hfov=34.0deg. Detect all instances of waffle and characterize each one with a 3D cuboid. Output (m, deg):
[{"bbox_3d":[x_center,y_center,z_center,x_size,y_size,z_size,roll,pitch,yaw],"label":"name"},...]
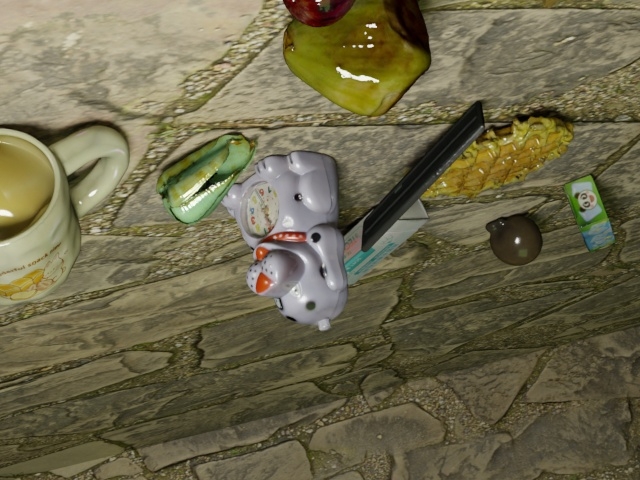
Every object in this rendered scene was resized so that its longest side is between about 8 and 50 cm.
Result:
[{"bbox_3d":[0.274,-0.133,1.692,0.291,0.051,0.291,-16,163,-5],"label":"waffle"}]

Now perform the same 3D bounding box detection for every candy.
[{"bbox_3d":[0.528,-0.050,2.052,0.062,0.097,0.194,-20,160,15],"label":"candy"}]

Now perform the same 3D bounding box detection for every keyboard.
[{"bbox_3d":[0.113,-0.062,1.595,0.041,0.103,0.381,41,117,-18],"label":"keyboard"}]

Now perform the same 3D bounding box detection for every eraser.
[{"bbox_3d":[0.088,0.006,1.885,0.096,0.052,0.225,-2,149,-45],"label":"eraser"}]

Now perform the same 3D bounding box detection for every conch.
[{"bbox_3d":[-0.165,-0.091,1.457,0.170,0.079,0.106,-43,156,23],"label":"conch"}]

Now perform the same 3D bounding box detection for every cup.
[{"bbox_3d":[-0.374,-0.055,1.322,0.173,0.255,0.202,27,156,6],"label":"cup"}]

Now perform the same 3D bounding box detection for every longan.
[{"bbox_3d":[0.383,-0.004,2.079,0.119,0.106,0.106,34,143,-8],"label":"longan"}]

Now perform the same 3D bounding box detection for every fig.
[{"bbox_3d":[0.039,-0.214,1.183,0.166,0.144,0.154,-1,136,-6],"label":"fig"},{"bbox_3d":[0.018,-0.280,1.099,0.125,0.089,0.089,-37,166,-19],"label":"fig"}]

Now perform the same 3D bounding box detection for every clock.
[{"bbox_3d":[-0.037,0.015,1.575,0.189,0.253,0.189,-10,157,-4],"label":"clock"}]

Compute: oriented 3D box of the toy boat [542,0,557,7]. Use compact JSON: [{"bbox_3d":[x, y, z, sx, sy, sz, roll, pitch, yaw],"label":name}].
[{"bbox_3d":[0.322,-0.337,1.198,0.077,0.057,0.200,-6,158,-43],"label":"toy boat"}]
